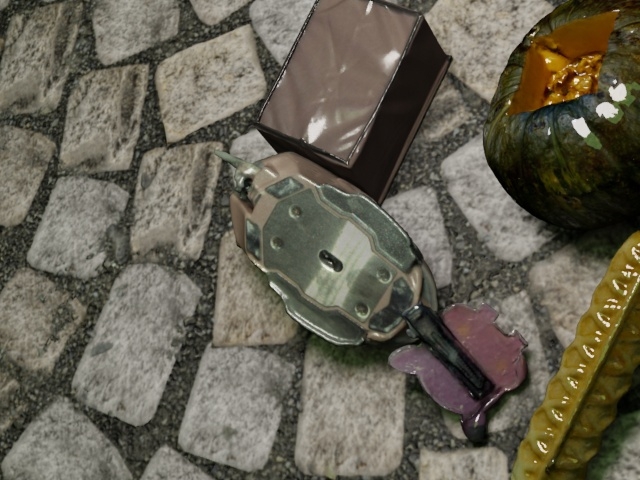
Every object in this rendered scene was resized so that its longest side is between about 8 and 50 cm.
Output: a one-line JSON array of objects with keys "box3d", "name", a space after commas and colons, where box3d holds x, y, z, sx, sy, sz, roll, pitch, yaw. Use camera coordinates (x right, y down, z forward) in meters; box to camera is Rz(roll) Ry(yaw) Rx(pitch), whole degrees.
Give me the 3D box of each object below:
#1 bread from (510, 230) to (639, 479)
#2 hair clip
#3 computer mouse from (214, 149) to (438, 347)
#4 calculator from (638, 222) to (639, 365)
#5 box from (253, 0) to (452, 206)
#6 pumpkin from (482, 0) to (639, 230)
[{"box3d": [0.332, 0.155, 1.310, 0.084, 0.077, 0.368, 30, 97, 43], "name": "bread"}, {"box3d": [0.177, 0.144, 1.395, 0.187, 0.056, 0.146, 43, 95, -6], "name": "hair clip"}, {"box3d": [0.004, 0.000, 1.497, 0.389, 0.115, 0.199, 39, 107, 16], "name": "computer mouse"}, {"box3d": [0.509, 0.016, 1.320, 0.256, 0.054, 0.386, 6, 78, 27], "name": "calculator"}, {"box3d": [0.045, -0.209, 1.556, 0.188, 0.153, 0.252, 25, 83, 29], "name": "box"}, {"box3d": [0.348, -0.165, 1.348, 0.320, 0.192, 0.320, -29, 42, 31], "name": "pumpkin"}]
